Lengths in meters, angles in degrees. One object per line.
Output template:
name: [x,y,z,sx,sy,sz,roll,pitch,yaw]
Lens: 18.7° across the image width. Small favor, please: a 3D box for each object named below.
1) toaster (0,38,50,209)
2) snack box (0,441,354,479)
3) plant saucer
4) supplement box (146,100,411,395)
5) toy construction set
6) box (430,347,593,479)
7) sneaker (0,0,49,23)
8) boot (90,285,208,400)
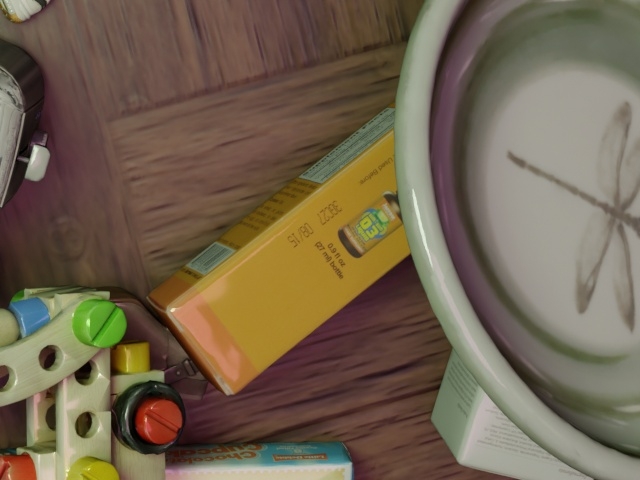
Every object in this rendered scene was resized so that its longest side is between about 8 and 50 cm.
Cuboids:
toaster: [-0.284,-0.082,1.235,0.227,0.146,0.129,15,98,-11]
snack box: [-0.139,0.240,1.364,0.322,0.060,0.187,0,100,-8]
plant saucer: [0.193,-0.027,1.289,0.400,0.100,0.400,9,73,-33]
supplement box: [0.000,0.000,1.311,0.233,0.080,0.078,-37,104,-8]
toy construction set: [-0.199,0.156,1.233,0.215,0.151,0.327,-3,109,-34]
box: [0.142,0.114,1.359,0.102,0.101,0.087,16,99,-11]
sneaker: [-0.207,-0.187,1.288,0.037,0.032,0.083,-30,109,-16]
boot: [-0.131,0.076,1.343,0.118,0.042,0.087,-1,104,-8]
